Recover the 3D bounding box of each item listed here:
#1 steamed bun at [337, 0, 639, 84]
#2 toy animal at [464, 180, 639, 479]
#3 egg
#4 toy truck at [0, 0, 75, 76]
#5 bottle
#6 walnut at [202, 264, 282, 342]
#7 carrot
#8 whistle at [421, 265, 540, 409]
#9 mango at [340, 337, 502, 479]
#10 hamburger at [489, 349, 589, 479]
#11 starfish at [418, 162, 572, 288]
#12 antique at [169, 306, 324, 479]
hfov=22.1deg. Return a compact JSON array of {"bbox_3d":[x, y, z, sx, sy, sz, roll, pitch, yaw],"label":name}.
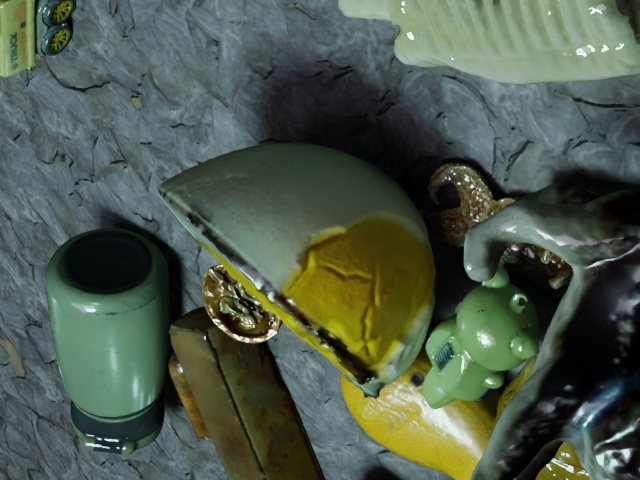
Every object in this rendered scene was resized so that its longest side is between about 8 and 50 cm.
[{"bbox_3d":[0.150,-0.310,1.316,0.352,0.247,0.339,7,141,35],"label":"steamed bun"},{"bbox_3d":[0.292,0.104,1.487,0.303,0.194,0.344,-3,85,26],"label":"toy animal"},{"bbox_3d":[0.000,0.000,1.786,0.337,0.201,0.337,44,173,7],"label":"egg"},{"bbox_3d":[-0.393,-0.317,1.996,0.124,0.157,0.272,38,142,20],"label":"toy truck"},{"bbox_3d":[-0.288,0.155,2.272,0.168,0.168,0.347,31,139,28],"label":"bottle"},{"bbox_3d":[-0.093,0.076,2.078,0.121,0.052,0.091,45,106,9],"label":"walnut"},{"bbox_3d":[-0.175,0.212,2.297,0.055,0.055,0.161,24,142,34],"label":"carrot"},{"bbox_3d":[0.165,0.116,1.725,0.105,0.085,0.227,68,149,25],"label":"whistle"},{"bbox_3d":[0.137,0.198,1.887,0.262,0.109,0.157,35,130,19],"label":"mango"},{"bbox_3d":[0.286,0.206,1.705,0.211,0.132,0.309,39,144,15],"label":"hamburger"},{"bbox_3d":[0.179,-0.012,1.724,0.210,0.053,0.150,9,114,49],"label":"starfish"},{"bbox_3d":[-0.097,0.225,2.179,0.087,0.093,0.310,3,122,47],"label":"antique"}]
